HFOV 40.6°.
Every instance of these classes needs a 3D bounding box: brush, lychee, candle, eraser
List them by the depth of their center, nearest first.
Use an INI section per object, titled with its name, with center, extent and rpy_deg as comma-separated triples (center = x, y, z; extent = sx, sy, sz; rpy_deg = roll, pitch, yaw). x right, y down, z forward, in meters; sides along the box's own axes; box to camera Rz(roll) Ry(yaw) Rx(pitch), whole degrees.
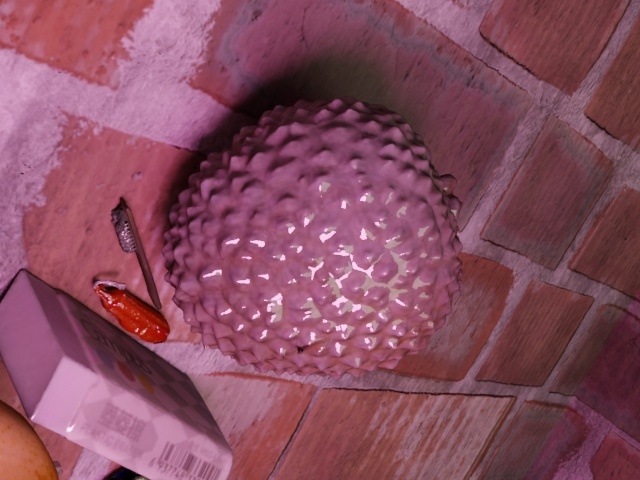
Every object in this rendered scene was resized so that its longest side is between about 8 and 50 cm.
[eraser]
center = -0.267, 0.211, 1.171
extent = 0.082, 0.213, 0.397
rpy_deg = -41, 142, 0
[lychee]
center = 0.000, 0.000, 1.176
extent = 0.431, 0.380, 0.381
rpy_deg = -17, 132, -14
[brush]
center = -0.252, 0.026, 1.182
extent = 0.027, 0.034, 0.190
rpy_deg = -26, 135, -18
[candle]
center = -0.264, 0.100, 1.212
extent = 0.162, 0.048, 0.053
rpy_deg = 48, 51, -50

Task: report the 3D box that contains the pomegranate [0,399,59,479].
[pomegranate]
center = -0.446, 0.346, 0.911
extent = 0.416, 0.416, 0.417
rpy_deg = -27, 134, -31

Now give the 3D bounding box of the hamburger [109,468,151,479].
[hamburger]
center = -0.282, 0.496, 1.408
extent = 0.260, 0.150, 0.276
rpy_deg = -41, 139, -19

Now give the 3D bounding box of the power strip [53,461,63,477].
[power strip]
center = -0.416, 0.343, 1.259
extent = 0.083, 0.017, 0.027
rpy_deg = 3, 114, -48
